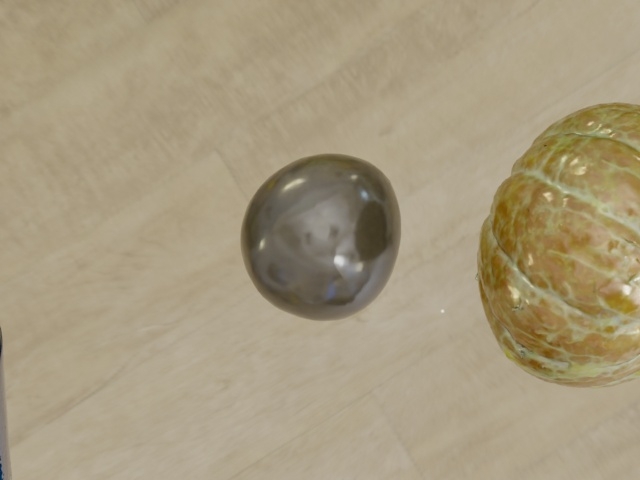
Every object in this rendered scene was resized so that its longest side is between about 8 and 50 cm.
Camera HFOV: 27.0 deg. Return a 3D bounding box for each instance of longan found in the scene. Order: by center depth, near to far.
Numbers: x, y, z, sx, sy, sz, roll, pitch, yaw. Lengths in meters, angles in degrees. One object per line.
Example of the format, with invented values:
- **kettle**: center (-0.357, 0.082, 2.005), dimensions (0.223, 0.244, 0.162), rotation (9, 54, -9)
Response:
- **longan**: center (0.000, 0.000, 1.601), dimensions (0.196, 0.220, 0.196), rotation (7, 50, -8)

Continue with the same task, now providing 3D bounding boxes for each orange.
- **orange**: center (0.313, 0.004, 1.473), dimensions (0.249, 0.329, 0.329), rotation (28, 90, 30)

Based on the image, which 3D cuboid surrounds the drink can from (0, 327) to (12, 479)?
- **drink can**: center (-0.220, 0.113, 0.692), dimensions (0.118, 0.118, 0.205), rotation (16, 132, 6)
